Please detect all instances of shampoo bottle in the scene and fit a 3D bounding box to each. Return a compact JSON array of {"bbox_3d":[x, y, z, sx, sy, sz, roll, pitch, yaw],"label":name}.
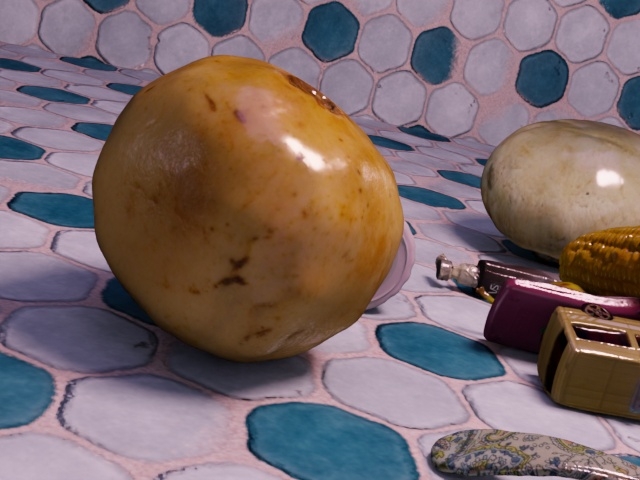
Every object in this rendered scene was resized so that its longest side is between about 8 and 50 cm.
[{"bbox_3d":[0.274,0.060,1.538,0.207,0.057,0.063,12,15,-5],"label":"shampoo bottle"}]

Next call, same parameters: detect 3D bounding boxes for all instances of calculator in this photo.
[{"bbox_3d":[0.308,0.107,1.296,0.190,0.126,0.034,10,49,-2],"label":"calculator"}]

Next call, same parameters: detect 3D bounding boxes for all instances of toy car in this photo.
[{"bbox_3d":[0.390,0.156,1.206,0.256,0.101,0.124,11,23,-3],"label":"toy car"}]

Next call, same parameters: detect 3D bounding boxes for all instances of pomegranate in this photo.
[{"bbox_3d":[-0.081,-0.027,1.089,0.332,0.332,0.332,12,15,-3],"label":"pomegranate"}]

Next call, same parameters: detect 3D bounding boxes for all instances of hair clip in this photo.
[{"bbox_3d":[0.209,0.201,0.925,0.229,0.036,0.066,7,21,21],"label":"hair clip"}]

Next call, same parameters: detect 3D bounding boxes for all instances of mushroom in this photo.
[{"bbox_3d":[0.450,-0.077,1.816,0.352,0.260,0.352,7,21,-3],"label":"mushroom"}]

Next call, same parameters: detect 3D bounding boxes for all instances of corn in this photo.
[{"bbox_3d":[0.432,0.038,1.305,0.120,0.120,0.363,6,-2,-25],"label":"corn"}]

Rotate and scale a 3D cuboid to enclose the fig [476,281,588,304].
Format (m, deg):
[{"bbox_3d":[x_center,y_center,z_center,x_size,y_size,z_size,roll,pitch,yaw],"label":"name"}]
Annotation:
[{"bbox_3d":[0.283,0.094,1.378,0.166,0.093,0.093,7,15,1],"label":"fig"}]

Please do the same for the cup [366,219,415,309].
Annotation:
[{"bbox_3d":[0.012,0.008,1.395,0.167,0.221,0.202,44,5,-24],"label":"cup"}]
